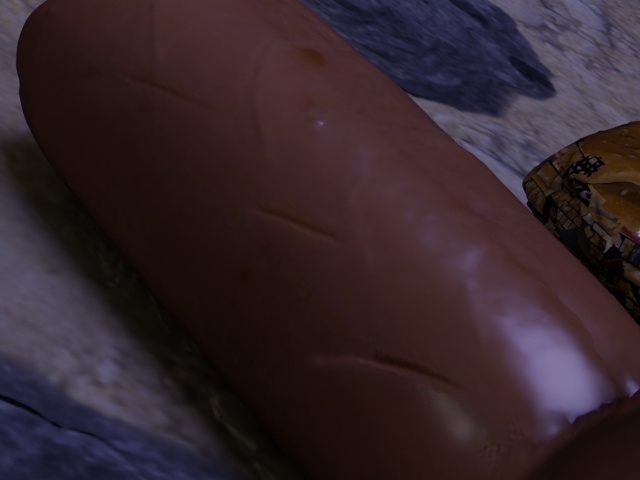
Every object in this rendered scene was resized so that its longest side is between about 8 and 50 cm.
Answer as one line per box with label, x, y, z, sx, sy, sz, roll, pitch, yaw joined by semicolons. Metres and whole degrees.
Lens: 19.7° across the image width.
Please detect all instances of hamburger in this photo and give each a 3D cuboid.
hamburger;0.198;0.025;0.877;0.231;0.107;0.231;19;27;-10

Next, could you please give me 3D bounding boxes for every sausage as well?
sausage;-0.001;-0.001;0.668;0.121;0.121;0.304;2;36;-48
